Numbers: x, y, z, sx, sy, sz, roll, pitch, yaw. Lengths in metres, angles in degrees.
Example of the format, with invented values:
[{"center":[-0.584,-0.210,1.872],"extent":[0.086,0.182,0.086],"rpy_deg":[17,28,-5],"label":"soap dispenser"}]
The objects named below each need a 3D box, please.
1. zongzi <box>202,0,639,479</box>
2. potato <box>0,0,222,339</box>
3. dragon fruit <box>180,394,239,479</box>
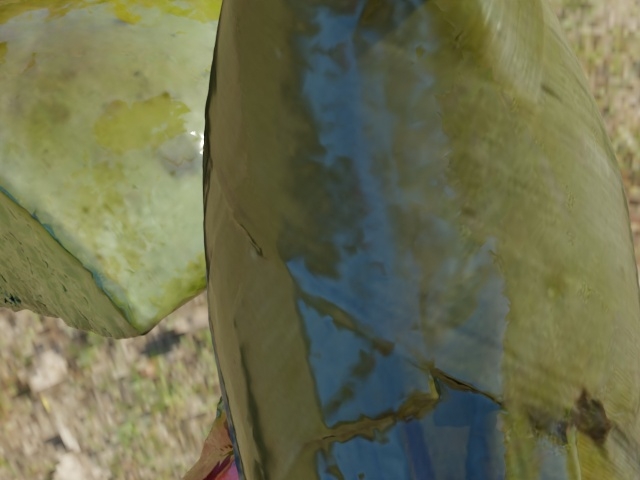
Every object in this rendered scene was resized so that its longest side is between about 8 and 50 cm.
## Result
[{"center":[0.038,0.034,0.635],"extent":[0.160,0.360,0.323],"rpy_deg":[-9,64,2],"label":"zongzi"},{"center":[-0.153,-0.104,1.303],"extent":[0.280,0.213,0.330],"rpy_deg":[-42,27,-25],"label":"potato"},{"center":[0.019,0.205,1.149],"extent":[0.290,0.291,0.189],"rpy_deg":[7,63,10],"label":"dragon fruit"}]
